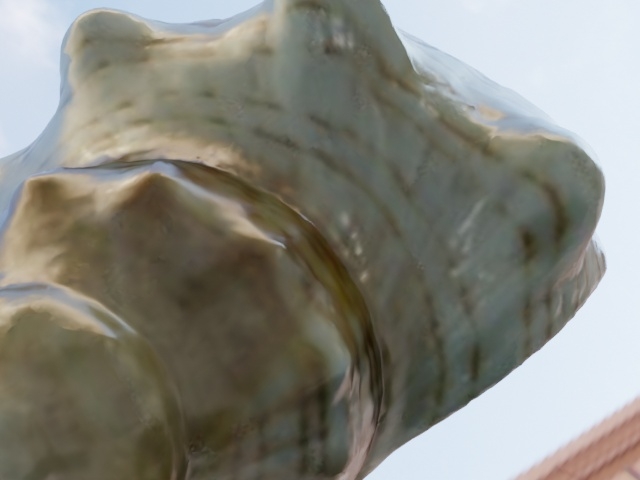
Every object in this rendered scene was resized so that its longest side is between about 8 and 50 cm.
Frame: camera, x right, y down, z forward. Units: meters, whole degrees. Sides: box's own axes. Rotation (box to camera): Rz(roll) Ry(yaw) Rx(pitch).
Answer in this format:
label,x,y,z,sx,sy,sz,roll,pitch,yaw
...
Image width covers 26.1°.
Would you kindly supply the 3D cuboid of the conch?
label,x,y,z,sx,sy,sz,roll,pitch,yaw
conch,-0.003,-0.012,0.454,0.386,0.203,0.170,-47,-45,-48
